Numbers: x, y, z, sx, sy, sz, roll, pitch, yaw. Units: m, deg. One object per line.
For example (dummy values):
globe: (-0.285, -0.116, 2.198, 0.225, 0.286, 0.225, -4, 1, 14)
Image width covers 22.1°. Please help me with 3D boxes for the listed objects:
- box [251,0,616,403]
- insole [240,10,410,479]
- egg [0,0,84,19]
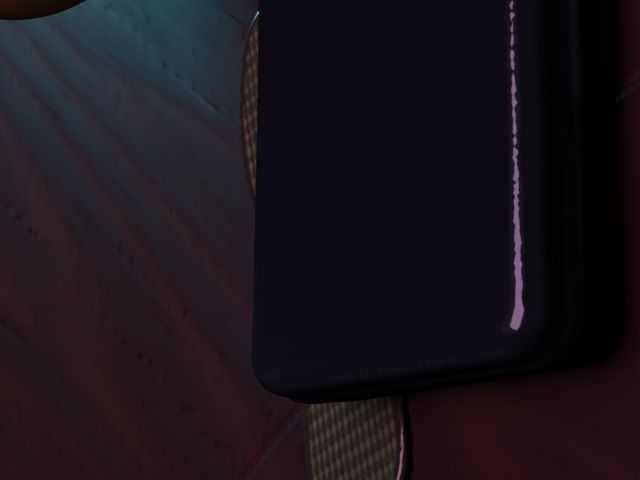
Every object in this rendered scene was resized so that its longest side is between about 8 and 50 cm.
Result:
box: (0.036, -0.058, 0.618, 0.160, 0.050, 0.230, -15, 70, 48)
insole: (0.000, 0.000, 0.692, 0.086, 0.005, 0.253, -36, 55, 43)
egg: (-0.151, -0.222, 0.778, 0.201, 0.201, 0.244, -23, 66, 48)
